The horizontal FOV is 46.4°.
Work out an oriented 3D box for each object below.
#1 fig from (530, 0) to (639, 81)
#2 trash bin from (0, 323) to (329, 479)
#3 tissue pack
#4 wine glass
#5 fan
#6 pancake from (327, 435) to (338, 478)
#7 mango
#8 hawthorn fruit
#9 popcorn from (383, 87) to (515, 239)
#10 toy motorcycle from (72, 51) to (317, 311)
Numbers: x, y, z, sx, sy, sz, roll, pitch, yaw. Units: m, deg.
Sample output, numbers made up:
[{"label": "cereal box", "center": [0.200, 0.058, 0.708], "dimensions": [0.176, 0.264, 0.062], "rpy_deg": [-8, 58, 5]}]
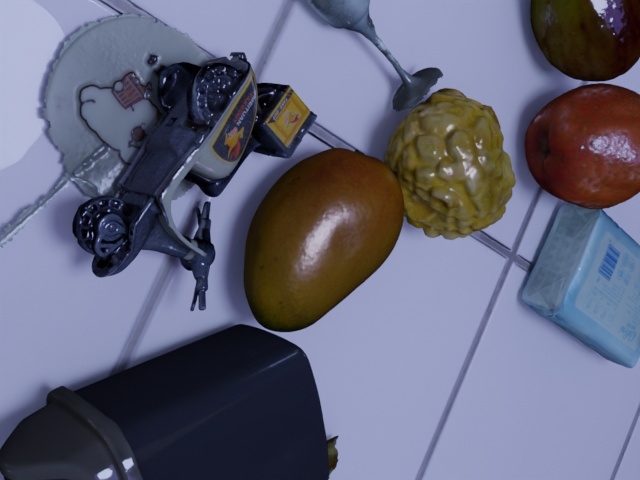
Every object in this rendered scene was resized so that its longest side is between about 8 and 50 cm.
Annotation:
[{"label": "fig", "center": [0.334, -0.334, 0.954], "dimensions": [0.170, 0.145, 0.274], "rpy_deg": [-58, 134, -19]}, {"label": "trash bin", "center": [-0.143, 0.217, 0.724], "dimensions": [0.290, 0.182, 0.209], "rpy_deg": [-23, 111, -35]}, {"label": "tissue pack", "center": [0.433, 0.073, 1.160], "dimensions": [0.263, 0.089, 0.177], "rpy_deg": [30, 83, -39]}, {"label": "wine glass", "center": [0.034, -0.251, 0.815], "dimensions": [0.262, 0.074, 0.074], "rpy_deg": [42, 75, -33]}, {"label": "fan", "center": [-0.220, -0.075, 0.703], "dimensions": [0.329, 0.009, 0.191], "rpy_deg": [-49, 126, -20]}, {"label": "pancake", "center": [-0.083, 0.393, 0.885], "dimensions": [0.376, 0.054, 0.197], "rpy_deg": [-48, 122, -15]}, {"label": "mango", "center": [-0.002, -0.006, 0.807], "dimensions": [0.221, 0.120, 0.151], "rpy_deg": [-43, 116, -21]}, {"label": "hawthorn fruit", "center": [0.372, -0.127, 1.019], "dimensions": [0.189, 0.189, 0.189], "rpy_deg": [-9, 105, -34]}, {"label": "popcorn", "center": [0.157, -0.090, 0.886], "dimensions": [0.180, 0.170, 0.180], "rpy_deg": [-5, 108, -15]}, {"label": "toy motorcycle", "center": [-0.122, -0.063, 0.722], "dimensions": [0.157, 0.091, 0.263], "rpy_deg": [44, 70, -41]}]
